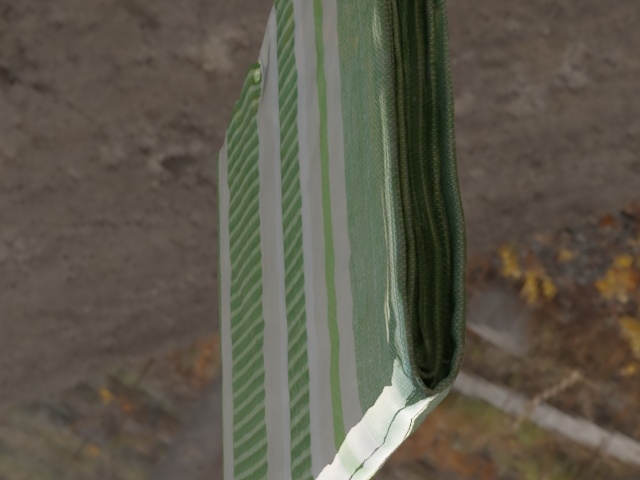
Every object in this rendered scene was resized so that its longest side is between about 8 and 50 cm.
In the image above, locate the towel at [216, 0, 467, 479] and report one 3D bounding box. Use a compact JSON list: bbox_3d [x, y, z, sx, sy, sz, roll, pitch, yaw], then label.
[{"bbox_3d":[0.000,0.000,0.683,0.038,0.248,0.325,4,155,-12],"label":"towel"}]
